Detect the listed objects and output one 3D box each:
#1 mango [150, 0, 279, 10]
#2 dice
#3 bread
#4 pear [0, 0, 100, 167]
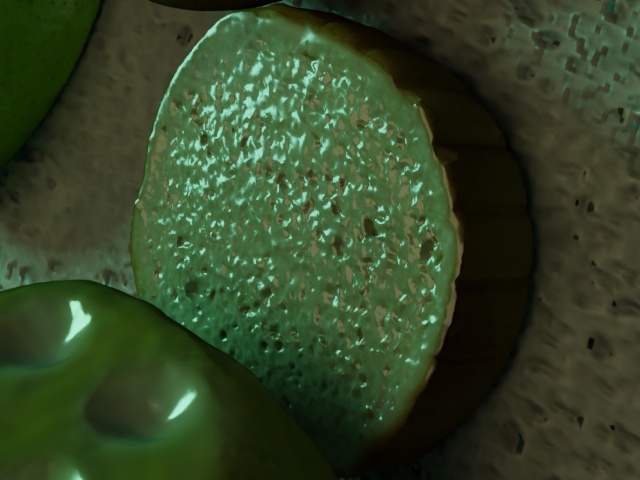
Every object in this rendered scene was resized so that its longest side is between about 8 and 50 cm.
[{"bbox_3d":[-0.013,-0.188,0.778,0.267,0.111,0.133,-14,88,43],"label":"mango"},{"bbox_3d":[-0.119,0.180,0.760,0.227,0.238,0.233,27,149,41],"label":"dice"},{"bbox_3d":[0.000,0.000,0.805,0.236,0.070,0.236,3,94,42],"label":"bread"},{"bbox_3d":[-0.276,-0.144,1.001,0.292,0.159,0.292,6,99,43],"label":"pear"}]
